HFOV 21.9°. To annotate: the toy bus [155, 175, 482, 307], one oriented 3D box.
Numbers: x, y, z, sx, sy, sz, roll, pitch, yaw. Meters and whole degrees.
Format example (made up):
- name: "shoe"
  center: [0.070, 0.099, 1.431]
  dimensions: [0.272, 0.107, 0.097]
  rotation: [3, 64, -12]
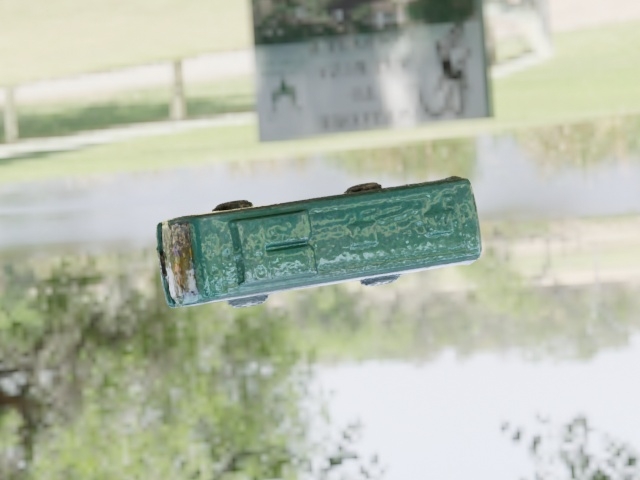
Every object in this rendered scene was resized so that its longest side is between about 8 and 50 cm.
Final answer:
- name: "toy bus"
  center: [0.000, 0.000, 1.366]
  dimensions: [0.261, 0.091, 0.109]
  rotation: [-10, 178, -17]
